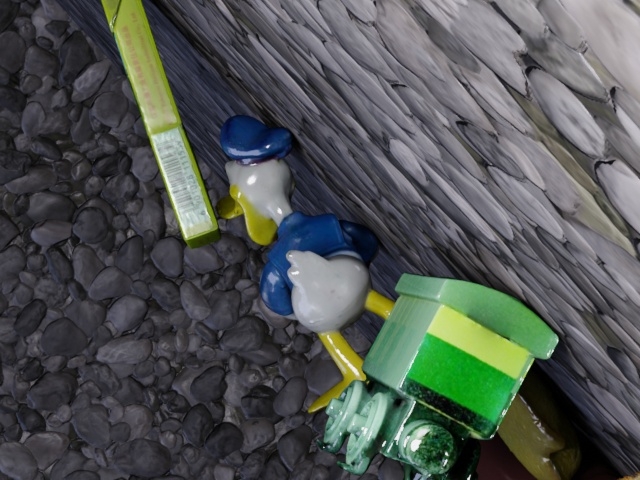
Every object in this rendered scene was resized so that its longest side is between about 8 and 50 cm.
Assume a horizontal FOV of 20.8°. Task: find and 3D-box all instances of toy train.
[{"bbox_3d":[0.097,0.128,1.553,0.120,0.202,0.301,29,178,-5],"label":"toy train"}]

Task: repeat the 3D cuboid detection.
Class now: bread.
[{"bbox_3d":[0.206,0.162,1.767,0.187,0.065,0.149,47,167,54],"label":"bread"}]

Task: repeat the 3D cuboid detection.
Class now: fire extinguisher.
[{"bbox_3d":[0.213,0.229,1.915,0.135,0.114,0.337,35,-175,-41],"label":"fire extinguisher"}]

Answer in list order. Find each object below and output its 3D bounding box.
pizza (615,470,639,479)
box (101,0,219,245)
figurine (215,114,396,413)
[{"bbox_3d":[0.299,0.355,1.602,0.406,0.130,0.440,8,143,54],"label":"pizza"},{"bbox_3d":[-0.189,-0.158,2.026,0.187,0.047,0.335,113,139,-86],"label":"box"},{"bbox_3d":[0.000,0.000,1.959,0.338,0.204,0.283,60,-177,2],"label":"figurine"}]
